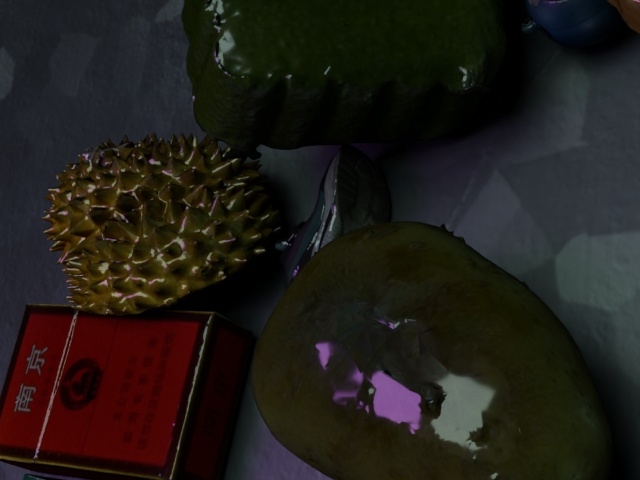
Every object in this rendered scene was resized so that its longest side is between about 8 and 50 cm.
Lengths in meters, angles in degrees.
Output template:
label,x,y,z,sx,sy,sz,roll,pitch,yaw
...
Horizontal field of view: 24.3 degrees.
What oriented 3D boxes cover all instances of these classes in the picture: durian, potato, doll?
label,x,y,z,sx,sy,sz,roll,pitch,yaw
durian,-0.154,-0.025,1.343,0.249,0.183,0.138,-5,108,28
potato,0.084,0.107,1.098,0.307,0.173,0.210,33,88,39
doll,0.227,-0.212,1.203,0.152,0.085,0.114,-32,30,9

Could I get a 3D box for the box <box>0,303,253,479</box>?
label,x,y,z,sx,sy,sz,roll,pitch,yaw
box,-0.185,0.140,1.343,0.239,0.074,0.153,0,73,37

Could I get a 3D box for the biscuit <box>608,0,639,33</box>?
label,x,y,z,sx,sy,sz,roll,pitch,yaw
biscuit,0.278,-0.294,1.159,0.312,0.057,0.351,13,59,29

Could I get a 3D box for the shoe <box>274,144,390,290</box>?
label,x,y,z,sx,sy,sz,roll,pitch,yaw
shoe,0.000,0.000,1.281,0.099,0.071,0.169,-17,55,43

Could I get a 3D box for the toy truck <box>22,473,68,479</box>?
label,x,y,z,sx,sy,sz,roll,pitch,yaw
toy truck,-0.198,0.259,1.301,0.147,0.065,0.079,8,81,38

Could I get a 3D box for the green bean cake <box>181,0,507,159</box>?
label,x,y,z,sx,sy,sz,roll,pitch,yaw
green bean cake,0.013,-0.206,1.245,0.249,0.156,0.247,-3,72,-13
